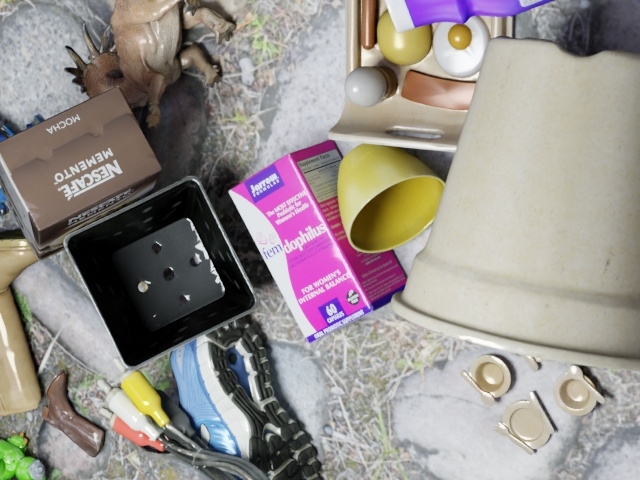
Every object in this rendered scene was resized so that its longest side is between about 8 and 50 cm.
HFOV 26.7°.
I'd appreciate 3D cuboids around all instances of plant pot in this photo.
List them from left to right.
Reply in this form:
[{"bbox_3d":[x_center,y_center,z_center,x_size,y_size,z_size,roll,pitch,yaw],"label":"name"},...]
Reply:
[{"bbox_3d":[-0.201,0.044,1.763,0.187,0.167,0.188,-27,89,-3],"label":"plant pot"},{"bbox_3d":[0.073,-0.064,1.635,0.134,0.134,0.095,-51,52,29],"label":"plant pot"},{"bbox_3d":[0.264,-0.050,1.432,0.333,0.334,0.306,13,98,26],"label":"plant pot"}]

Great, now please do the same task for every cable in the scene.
[{"bbox_3d":[-0.186,0.279,1.771,0.287,0.072,0.139,40,132,26],"label":"cable"}]

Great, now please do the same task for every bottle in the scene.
[{"bbox_3d":[0.204,-0.302,1.449,0.282,0.092,0.118,-20,103,9],"label":"bottle"}]

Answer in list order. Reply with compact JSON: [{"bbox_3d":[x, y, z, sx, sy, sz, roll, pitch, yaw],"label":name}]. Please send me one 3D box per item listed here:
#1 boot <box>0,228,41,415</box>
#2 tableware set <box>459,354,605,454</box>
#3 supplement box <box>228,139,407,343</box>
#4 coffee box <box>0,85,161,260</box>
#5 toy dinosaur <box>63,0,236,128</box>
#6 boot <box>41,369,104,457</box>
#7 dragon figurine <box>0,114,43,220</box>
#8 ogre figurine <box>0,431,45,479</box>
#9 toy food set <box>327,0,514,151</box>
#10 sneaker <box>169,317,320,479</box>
[{"bbox_3d":[-0.458,0.122,2.006,0.236,0.089,0.270,-6,100,41],"label":"boot"},{"bbox_3d":[0.257,0.173,1.644,0.141,0.020,0.168,51,121,9],"label":"tableware set"},{"bbox_3d":[0.000,0.000,1.692,0.111,0.114,0.220,-30,85,33],"label":"supplement box"},{"bbox_3d":[-0.310,-0.076,1.716,0.119,0.168,0.297,62,167,2],"label":"coffee box"},{"bbox_3d":[-0.233,-0.269,1.753,0.200,0.127,0.296,27,110,29],"label":"toy dinosaur"},{"bbox_3d":[-0.360,0.260,2.009,0.114,0.037,0.106,35,131,21],"label":"boot"},{"bbox_3d":[-0.425,-0.122,1.915,0.144,0.085,0.289,-26,94,30],"label":"dragon figurine"},{"bbox_3d":[-0.487,0.360,2.077,0.197,0.097,0.118,38,131,29],"label":"ogre figurine"},{"bbox_3d":[0.107,-0.261,1.571,0.219,0.092,0.306,8,107,28],"label":"toy food set"},{"bbox_3d":[-0.111,0.268,1.837,0.147,0.129,0.330,-20,89,47],"label":"sneaker"}]
